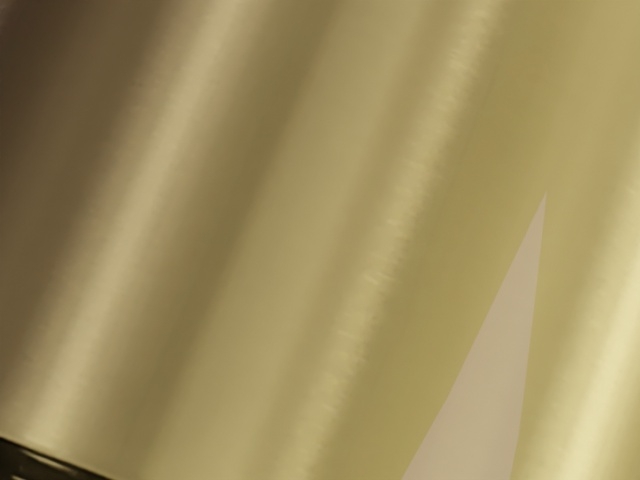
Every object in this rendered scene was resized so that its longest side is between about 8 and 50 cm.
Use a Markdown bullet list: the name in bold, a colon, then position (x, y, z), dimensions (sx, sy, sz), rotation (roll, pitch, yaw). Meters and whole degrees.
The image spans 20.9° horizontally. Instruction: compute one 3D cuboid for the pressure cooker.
- **pressure cooker**: position (0.017, -0.040, 0.643), dimensions (0.375, 0.370, 0.420), rotation (32, 74, -39)
